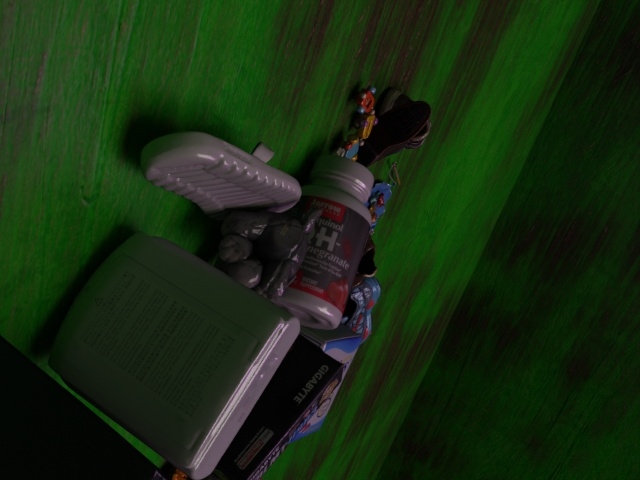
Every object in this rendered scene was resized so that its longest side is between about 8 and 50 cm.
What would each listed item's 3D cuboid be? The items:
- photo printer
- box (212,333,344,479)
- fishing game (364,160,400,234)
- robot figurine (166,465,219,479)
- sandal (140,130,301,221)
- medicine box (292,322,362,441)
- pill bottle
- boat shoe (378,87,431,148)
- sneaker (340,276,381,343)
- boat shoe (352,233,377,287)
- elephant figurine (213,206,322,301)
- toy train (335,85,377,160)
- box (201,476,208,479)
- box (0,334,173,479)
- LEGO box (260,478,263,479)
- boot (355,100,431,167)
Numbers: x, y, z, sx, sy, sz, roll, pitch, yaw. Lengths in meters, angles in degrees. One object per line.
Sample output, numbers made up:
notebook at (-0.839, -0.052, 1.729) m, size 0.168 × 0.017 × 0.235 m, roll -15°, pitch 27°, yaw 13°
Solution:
photo printer at (-0.220, 0.145, 1.048) m, size 0.256 × 0.307 × 0.107 m, roll -58°, pitch 160°, yaw -10°
box at (-0.158, 0.263, 1.358) m, size 0.295 × 0.293 × 0.073 m, roll -45°, pitch 154°, yaw -31°
fishing game at (0.131, -0.066, 1.903) m, size 0.264 × 0.041 × 0.189 m, roll -51°, pitch 158°, yaw -12°
robot figurine at (-0.258, 0.617, 1.673) m, size 0.211 × 0.291 × 0.085 m, roll -60°, pitch -169°, yaw -17°
sandal at (-0.137, -0.114, 1.158) m, size 0.416 × 0.169 × 0.102 m, roll 35°, pitch 45°, yaw -74°
medicine box at (-0.053, 0.343, 1.871) m, size 0.289 × 0.149 × 0.263 m, roll -65°, pitch 158°, yaw 7°
pill bottle at (0.000, 0.000, 1.464) m, size 0.176 × 0.176 × 0.319 m, roll 64°, pitch 42°, yaw -65°
boat shoe at (0.213, -0.268, 1.743) m, size 0.103 × 0.092 × 0.285 m, roll -58°, pitch 158°, yaw -2°
sneaker at (0.080, 0.206, 2.108) m, size 0.125 × 0.104 × 0.262 m, roll -17°, pitch 133°, yaw -35°
boat shoe at (0.096, 0.063, 1.881) m, size 0.095 × 0.095 × 0.257 m, roll -34°, pitch 154°, yaw -15°
elephant figurine at (-0.126, 0.039, 1.298) m, size 0.239 × 0.185 × 0.170 m, roll 136°, pitch -37°, yaw -66°
toy train at (0.066, -0.238, 1.535) m, size 0.166 × 0.046 × 0.125 m, roll -62°, pitch 157°, yaw 0°
box at (-0.233, 0.538, 1.901) m, size 0.186 × 0.038 × 0.145 m, roll -53°, pitch 158°, yaw -12°
box at (-0.341, 0.297, 0.940) m, size 0.179 × 0.343 × 0.312 m, roll -49°, pitch 156°, yaw -21°
LEGO box at (-0.145, 0.858, 1.793) m, size 0.372 × 0.500 × 0.193 m, roll -43°, pitch 174°, yaw -18°
boot at (0.162, -0.239, 1.628) m, size 0.219 × 0.082 × 0.106 m, roll -33°, pitch 178°, yaw 29°
